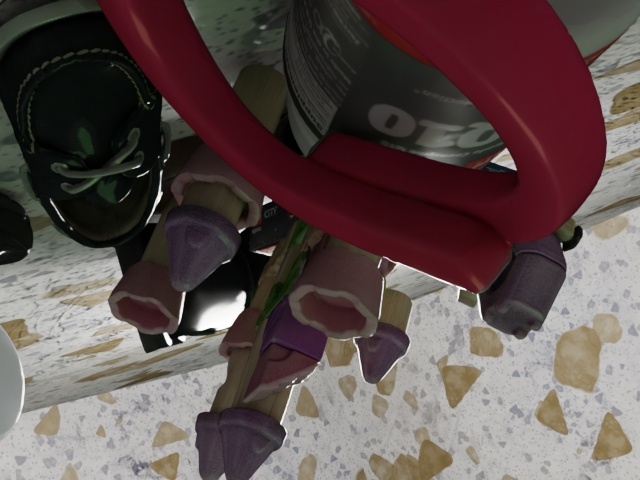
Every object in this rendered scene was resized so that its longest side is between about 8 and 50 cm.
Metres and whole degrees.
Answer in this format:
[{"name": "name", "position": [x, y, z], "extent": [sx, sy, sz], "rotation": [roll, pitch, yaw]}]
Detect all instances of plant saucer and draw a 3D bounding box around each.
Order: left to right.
[{"name": "plant saucer", "position": [-0.125, -0.060, 0.963], "extent": [0.168, 0.029, 0.168], "rotation": [-19, 171, -3]}]

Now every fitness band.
[{"name": "fitness band", "position": [-0.004, -0.079, 0.448], "extent": [0.054, 0.209, 0.290], "rotation": [-47, -145, -16]}]

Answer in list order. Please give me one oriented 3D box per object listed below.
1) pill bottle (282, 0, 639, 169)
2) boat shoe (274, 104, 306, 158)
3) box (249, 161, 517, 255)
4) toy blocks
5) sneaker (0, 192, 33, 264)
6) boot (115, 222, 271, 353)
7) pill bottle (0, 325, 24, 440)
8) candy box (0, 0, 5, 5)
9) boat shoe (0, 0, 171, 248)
[{"name": "pill bottle", "position": [0.063, -0.123, 0.566], "extent": [0.161, 0.161, 0.283], "rotation": [-17, 170, -11]}, {"name": "boat shoe", "position": [0.033, -0.107, 0.847], "extent": [0.219, 0.078, 0.070], "rotation": [-25, 170, 40]}, {"name": "box", "position": [0.065, -0.024, 0.949], "extent": [0.159, 0.044, 0.233], "rotation": [12, 158, -40]}, {"name": "toy blocks", "position": [-0.009, 0.079, 0.799], "extent": [0.308, 0.260, 0.288], "rotation": [25, 147, -11]}, {"name": "sneaker", "position": [-0.324, 0.018, 0.803], "extent": [0.101, 0.106, 0.267], "rotation": [-23, 171, 20]}, {"name": "boot", "position": [0.000, 0.000, 1.169], "extent": [0.445, 0.146, 0.367], "rotation": [-15, 176, -6]}, {"name": "pill bottle", "position": [-0.534, 0.207, 1.162], "extent": [0.361, 0.204, 0.204], "rotation": [-22, 170, 24]}, {"name": "candy box", "position": [-0.155, -0.144, 0.310], "extent": [0.164, 0.070, 0.196], "rotation": [-27, 167, 36]}, {"name": "boat shoe", "position": [-0.151, -0.067, 0.683], "extent": [0.114, 0.091, 0.302], "rotation": [-17, 170, -8]}]
